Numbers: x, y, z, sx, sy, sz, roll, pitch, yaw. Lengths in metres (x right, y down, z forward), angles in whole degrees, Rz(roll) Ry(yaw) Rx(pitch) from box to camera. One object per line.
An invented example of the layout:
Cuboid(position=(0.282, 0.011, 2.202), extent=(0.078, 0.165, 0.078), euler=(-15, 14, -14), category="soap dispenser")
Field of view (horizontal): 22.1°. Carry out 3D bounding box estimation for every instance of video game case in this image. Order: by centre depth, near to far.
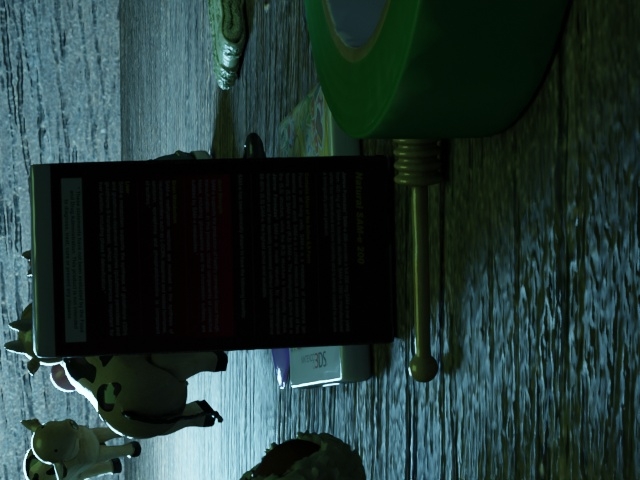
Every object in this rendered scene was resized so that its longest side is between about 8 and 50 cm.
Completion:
Cuboid(position=(0.000, 0.000, 1.280), extent=(0.206, 0.026, 0.226), euler=(150, 118, -77), category="video game case")

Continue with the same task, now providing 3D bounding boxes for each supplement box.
Cuboid(position=(-0.074, 0.009, 1.109), extent=(0.073, 0.240, 0.130), euler=(-173, 82, -80), category="supplement box")

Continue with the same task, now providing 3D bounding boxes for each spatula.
Cuboid(position=(-0.044, 0.018, 1.414), extent=(0.296, 0.030, 0.084), euler=(81, 178, -48), category="spatula")

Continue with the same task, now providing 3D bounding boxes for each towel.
Cuboid(position=(-0.102, -0.246, 1.746), extent=(0.110, 0.027, 0.148), euler=(110, 156, -63), category="towel")

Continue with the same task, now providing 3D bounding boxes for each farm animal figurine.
Cuboid(position=(-0.244, 0.139, 1.756), extent=(0.327, 0.172, 0.330), euler=(14, 106, 50), category="farm animal figurine")

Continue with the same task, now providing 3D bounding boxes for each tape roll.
Cuboid(position=(0.053, -0.214, 0.873), extent=(0.321, 0.077, 0.321), euler=(179, 90, -79), category="tape roll")

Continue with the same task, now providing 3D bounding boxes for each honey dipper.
Cuboid(position=(0.061, 0.007, 0.988), extent=(0.030, 0.031, 0.160), euler=(-137, 43, -74), category="honey dipper")

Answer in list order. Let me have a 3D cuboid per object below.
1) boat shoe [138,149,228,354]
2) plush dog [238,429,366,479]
Cuboid(position=(-0.158, 0.013, 1.862), extent=(0.319, 0.099, 0.116), euler=(-106, 22, -47), category="boat shoe")
Cuboid(position=(-0.015, 0.280, 1.068), extent=(0.262, 0.211, 0.225), euler=(-50, -9, -9), category="plush dog")
